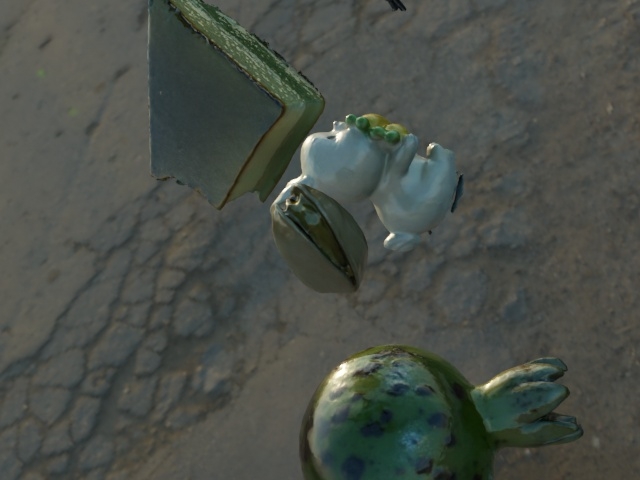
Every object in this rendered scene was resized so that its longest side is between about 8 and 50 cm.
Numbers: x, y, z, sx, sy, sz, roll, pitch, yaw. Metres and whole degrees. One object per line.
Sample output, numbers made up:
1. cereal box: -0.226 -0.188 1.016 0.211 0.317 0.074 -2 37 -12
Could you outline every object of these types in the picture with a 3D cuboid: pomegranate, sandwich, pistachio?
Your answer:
1. pomegranate: 0.125 0.230 1.101 0.306 0.242 0.242 -4 46 32
2. sandwich: -0.132 -0.155 1.162 0.220 0.108 0.186 45 119 17
3. pistachio: 0.000 0.000 1.523 0.126 0.223 0.152 -41 44 -6

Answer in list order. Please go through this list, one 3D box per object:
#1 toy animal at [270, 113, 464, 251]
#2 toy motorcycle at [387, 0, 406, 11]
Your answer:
1. toy animal: 0.080 -0.108 1.783 0.183 0.310 0.247 -110 35 -63
2. toy motorcycle: 0.034 -0.485 1.457 0.125 0.358 0.212 4 79 68
